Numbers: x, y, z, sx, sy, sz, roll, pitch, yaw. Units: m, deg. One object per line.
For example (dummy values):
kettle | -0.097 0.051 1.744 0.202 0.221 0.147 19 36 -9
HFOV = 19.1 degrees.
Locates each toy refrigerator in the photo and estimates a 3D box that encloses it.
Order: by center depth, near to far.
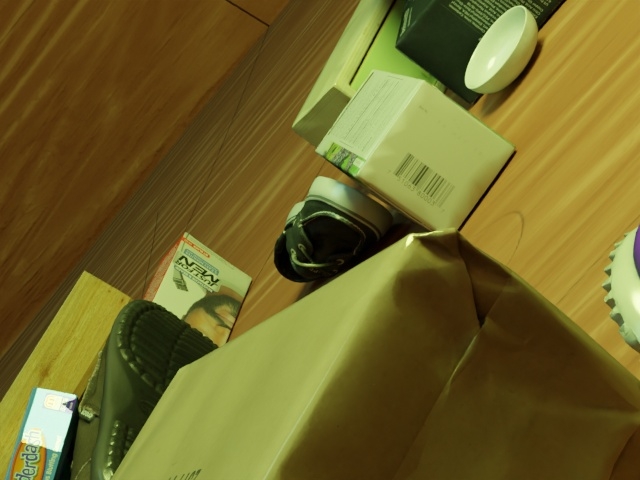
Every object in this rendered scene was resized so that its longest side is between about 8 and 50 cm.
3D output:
toy refrigerator | 0.079 -0.190 1.873 0.094 0.102 0.269 -42 15 48

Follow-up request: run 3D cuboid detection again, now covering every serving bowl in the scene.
serving bowl | 0.158 -0.157 1.613 0.083 0.027 0.083 -49 21 26

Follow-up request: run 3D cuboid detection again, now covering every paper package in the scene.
paper package | -0.022 0.189 0.950 0.309 0.168 0.325 -59 12 -26

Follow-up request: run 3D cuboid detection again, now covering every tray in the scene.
tray | -0.329 0.243 1.951 0.411 0.076 0.203 -63 5 -37

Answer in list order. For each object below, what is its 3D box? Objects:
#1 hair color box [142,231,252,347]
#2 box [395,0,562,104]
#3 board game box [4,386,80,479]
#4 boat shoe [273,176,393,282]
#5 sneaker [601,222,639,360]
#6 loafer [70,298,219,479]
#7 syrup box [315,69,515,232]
hair color box | -0.139 0.074 2.015 0.053 0.093 0.167 -47 13 33
box | 0.153 -0.231 1.711 0.158 0.093 0.156 -50 11 25
board game box | -0.261 0.254 1.786 0.210 0.047 0.160 93 -171 -60
boat shoe | 0.000 0.000 1.695 0.076 0.080 0.228 -63 11 -12
sneaker | 0.202 0.030 0.696 0.146 0.102 0.293 -47 17 15
loafer | -0.177 0.178 1.736 0.130 0.134 0.366 -49 12 23
syrup box | 0.072 -0.075 1.563 0.096 0.093 0.237 -54 11 1
